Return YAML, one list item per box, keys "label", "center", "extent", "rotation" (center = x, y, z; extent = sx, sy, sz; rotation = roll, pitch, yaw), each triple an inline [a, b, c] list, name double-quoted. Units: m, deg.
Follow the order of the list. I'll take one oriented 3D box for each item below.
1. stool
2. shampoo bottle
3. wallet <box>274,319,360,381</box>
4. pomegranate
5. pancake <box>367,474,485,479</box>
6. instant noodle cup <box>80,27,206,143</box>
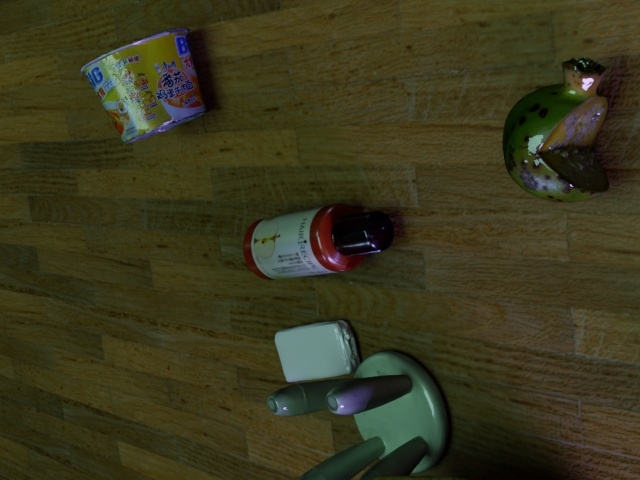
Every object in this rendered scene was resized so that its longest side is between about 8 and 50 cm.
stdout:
- label: "stool"
  center: [0.061, 0.281, 1.488]
  extent: [0.195, 0.198, 0.195]
  rotation: [-13, 91, 47]
- label: "shampoo bottle"
  center: [0.000, 0.000, 1.541]
  extent: [0.278, 0.104, 0.104]
  rotation: [-10, 94, 49]
- label: "wallet"
  center: [-0.007, 0.184, 1.659]
  extent: [0.190, 0.033, 0.095]
  rotation: [-19, 89, 50]
- label: "pomegranate"
  center: [0.273, -0.128, 1.165]
  extent: [0.122, 0.143, 0.169]
  rotation: [11, 118, 47]
- label: "pancake"
  center: [0.206, 0.439, 1.318]
  extent: [0.426, 0.067, 0.305]
  rotation: [29, 120, 4]
- label: "instant noodle cup"
  center: [-0.296, -0.265, 1.742]
  extent: [0.205, 0.205, 0.153]
  rotation: [-11, 103, 49]
